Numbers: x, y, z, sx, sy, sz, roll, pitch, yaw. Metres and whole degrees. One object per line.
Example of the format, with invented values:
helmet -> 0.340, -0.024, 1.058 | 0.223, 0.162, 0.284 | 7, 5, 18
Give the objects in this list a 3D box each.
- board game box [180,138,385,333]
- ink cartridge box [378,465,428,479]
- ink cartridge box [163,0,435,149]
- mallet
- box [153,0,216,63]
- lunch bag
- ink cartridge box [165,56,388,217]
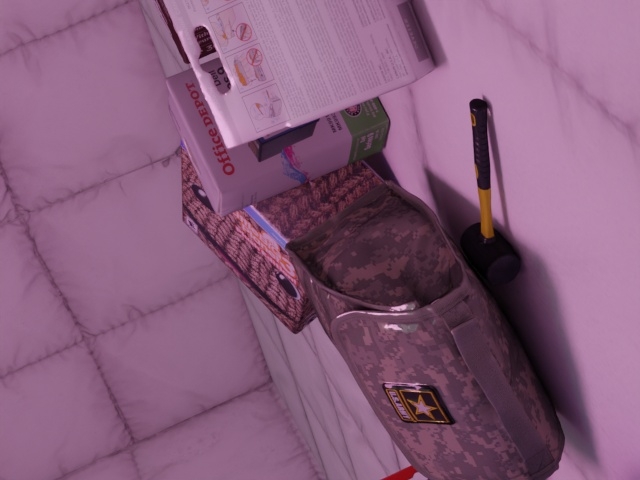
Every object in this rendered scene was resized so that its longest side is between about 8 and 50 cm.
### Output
board game box -> -0.050, -0.041, 1.609 | 0.232, 0.141, 0.291 | 45, 162, 11
ink cartridge box -> 0.172, 0.427, 1.837 | 0.078, 0.134, 0.231 | 163, 84, -81
ink cartridge box -> -0.024, -0.203, 1.193 | 0.056, 0.224, 0.181 | -34, -76, -55
mallet -> 0.151, -0.038, 1.127 | 0.190, 0.039, 0.062 | 82, 164, -46
box -> -0.092, -0.351, 1.238 | 0.381, 0.191, 0.143 | 86, 158, -67
lunch bag -> 0.109, 0.104, 1.263 | 0.235, 0.169, 0.287 | 60, 173, -25
ink cartridge box -> -0.051, -0.142, 1.440 | 0.093, 0.212, 0.154 | 98, 147, -73
